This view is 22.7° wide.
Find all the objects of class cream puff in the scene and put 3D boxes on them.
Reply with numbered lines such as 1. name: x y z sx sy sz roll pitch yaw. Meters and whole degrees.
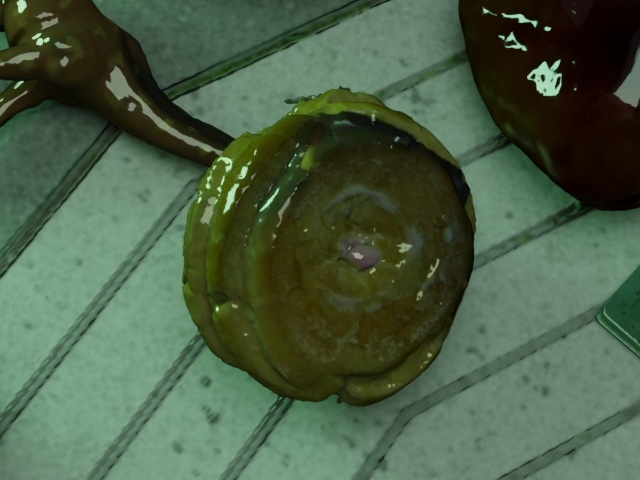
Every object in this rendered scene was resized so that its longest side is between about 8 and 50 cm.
1. cream puff: 0.000 0.000 0.941 0.189 0.129 0.189 -2 94 -31

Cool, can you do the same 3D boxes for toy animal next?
1. toy animal: -0.146 -0.094 1.009 0.230 0.066 0.224 -12 75 -12

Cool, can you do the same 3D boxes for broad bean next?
1. broad bean: 0.172 -0.129 1.014 0.156 0.122 0.228 -25 64 14

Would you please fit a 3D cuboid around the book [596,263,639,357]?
1. book: 0.251 0.031 1.012 0.103 0.017 0.135 42 72 11
